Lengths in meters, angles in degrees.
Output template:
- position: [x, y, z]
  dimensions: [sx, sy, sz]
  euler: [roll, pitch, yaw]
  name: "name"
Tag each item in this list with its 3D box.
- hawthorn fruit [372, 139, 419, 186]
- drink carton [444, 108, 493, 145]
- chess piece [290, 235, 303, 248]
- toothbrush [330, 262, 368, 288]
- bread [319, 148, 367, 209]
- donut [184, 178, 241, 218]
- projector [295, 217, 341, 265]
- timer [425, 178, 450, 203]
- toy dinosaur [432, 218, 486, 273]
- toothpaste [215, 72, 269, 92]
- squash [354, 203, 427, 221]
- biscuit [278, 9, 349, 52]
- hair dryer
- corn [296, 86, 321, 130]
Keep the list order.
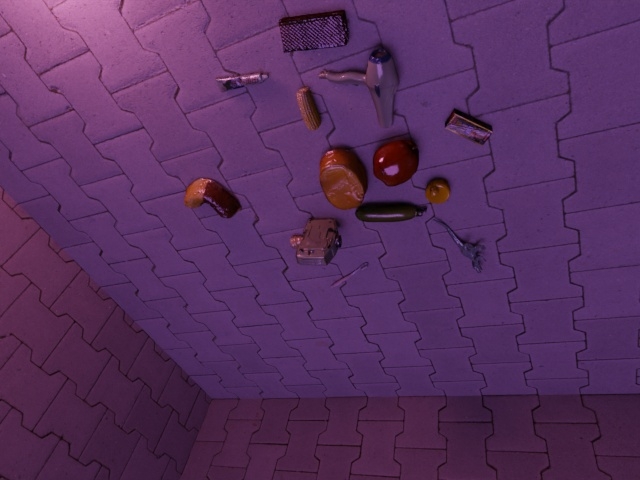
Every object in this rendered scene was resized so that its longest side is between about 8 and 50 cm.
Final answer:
- position: [0.312, -0.317, 1.792]
  dimensions: [0.185, 0.185, 0.202]
  euler: [39, 127, -20]
  name: "hawthorn fruit"
- position: [0.562, -0.429, 1.697]
  dimensions: [0.165, 0.056, 0.071]
  euler: [23, 131, -5]
  name: "drink carton"
- position: [-0.088, -0.001, 2.287]
  dimensions: [0.122, 0.066, 0.066]
  euler: [-17, 126, 22]
  name: "chess piece"
- position: [0.153, 0.198, 2.424]
  dimensions: [0.025, 0.030, 0.307]
  euler: [31, 134, -24]
  name: "toothbrush"
- position: [0.097, -0.261, 1.928]
  dimensions: [0.195, 0.143, 0.270]
  euler: [-13, 129, 23]
  name: "bread"
- position: [-0.539, -0.207, 2.185]
  dimensions: [0.294, 0.112, 0.151]
  euler: [15, 137, 0]
  name: "donut"
- position: [0.000, 0.000, 2.112]
  dimensions: [0.193, 0.270, 0.088]
  euler: [0, 132, 15]
  name: "projector"
- position: [0.495, -0.201, 1.892]
  dimensions: [0.107, 0.109, 0.107]
  euler: [8, 134, 8]
  name: "timer"
- position: [0.678, 0.015, 2.065]
  dimensions: [0.383, 0.076, 0.129]
  euler: [51, 150, -21]
  name: "toy dinosaur"
- position: [-0.309, -0.631, 1.771]
  dimensions: [0.233, 0.038, 0.060]
  euler: [-2, 130, 21]
  name: "toothpaste"
- position: [0.318, -0.125, 2.036]
  dimensions: [0.331, 0.087, 0.087]
  euler: [0, 132, 14]
  name: "squash"
- position: [-0.028, -0.734, 1.570]
  dimensions: [0.252, 0.070, 0.106]
  euler: [1, 131, 16]
  name: "biscuit"
- position: [0.178, -0.548, 1.687]
  dimensions: [0.298, 0.119, 0.296]
  euler: [-2, 138, 39]
  name: "hair dryer"
- position: [-0.047, -0.519, 1.769]
  dimensions: [0.063, 0.085, 0.165]
  euler: [5, 131, 35]
  name: "corn"
